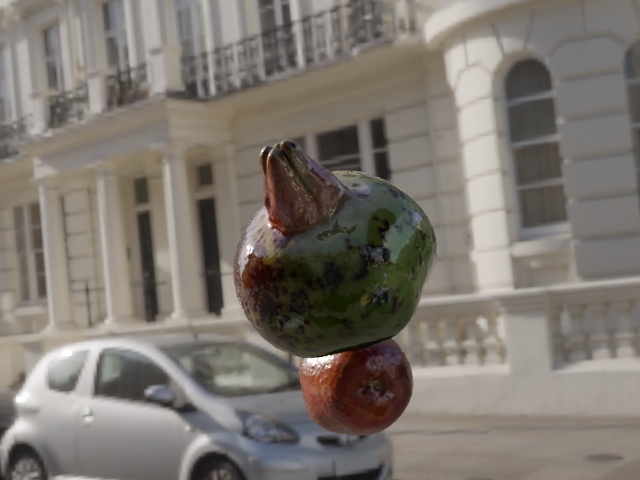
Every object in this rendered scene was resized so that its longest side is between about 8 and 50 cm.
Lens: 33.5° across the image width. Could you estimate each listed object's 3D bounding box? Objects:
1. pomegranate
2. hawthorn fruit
[{"bbox_3d":[0.000,0.000,1.077,0.214,0.214,0.248,-7,-48,25],"label":"pomegranate"},{"bbox_3d":[0.047,0.158,1.215,0.132,0.133,0.138,-4,8,-21],"label":"hawthorn fruit"}]
